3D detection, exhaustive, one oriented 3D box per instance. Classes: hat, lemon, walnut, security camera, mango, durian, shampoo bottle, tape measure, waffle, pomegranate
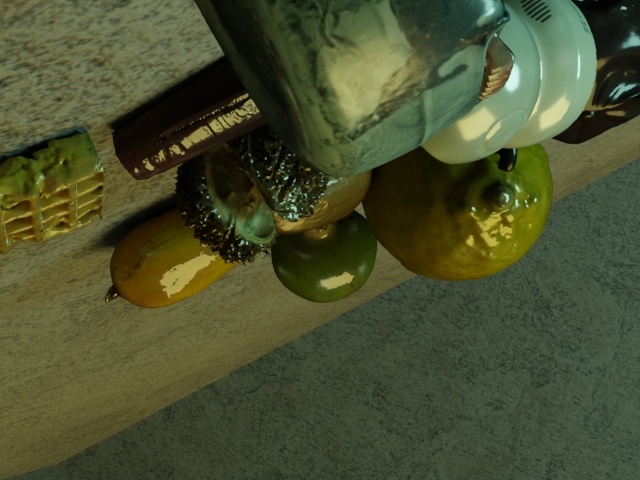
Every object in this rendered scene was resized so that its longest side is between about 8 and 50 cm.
[{"bbox_3d":[0.321,-0.182,1.286,0.238,0.208,0.336,-2,168,7],"label":"hat"},{"bbox_3d":[0.191,-0.070,1.449,0.285,0.285,0.316,-31,172,22],"label":"lemon"},{"bbox_3d":[-0.021,-0.078,1.339,0.245,0.137,0.137,-21,168,-42],"label":"walnut"},{"bbox_3d":[0.161,-0.183,1.095,0.236,0.194,0.194,-15,164,-44],"label":"security camera"},{"bbox_3d":[-0.163,-0.001,1.415,0.317,0.119,0.176,-32,169,-19],"label":"mango"},{"bbox_3d":[-0.078,-0.070,1.175,0.196,0.166,0.196,-23,-165,6],"label":"durian"},{"bbox_3d":[-0.096,-0.138,1.031,0.236,0.067,0.068,-28,160,11],"label":"shampoo bottle"},{"bbox_3d":[0.000,-0.171,0.623,0.147,0.256,0.275,-31,-173,-7],"label":"tape measure"},{"bbox_3d":[-0.328,-0.031,1.039,0.211,0.055,0.160,-21,169,-19],"label":"waffle"},{"bbox_3d":[-0.008,0.012,1.692,0.179,0.179,0.210,-31,148,24],"label":"pomegranate"}]
